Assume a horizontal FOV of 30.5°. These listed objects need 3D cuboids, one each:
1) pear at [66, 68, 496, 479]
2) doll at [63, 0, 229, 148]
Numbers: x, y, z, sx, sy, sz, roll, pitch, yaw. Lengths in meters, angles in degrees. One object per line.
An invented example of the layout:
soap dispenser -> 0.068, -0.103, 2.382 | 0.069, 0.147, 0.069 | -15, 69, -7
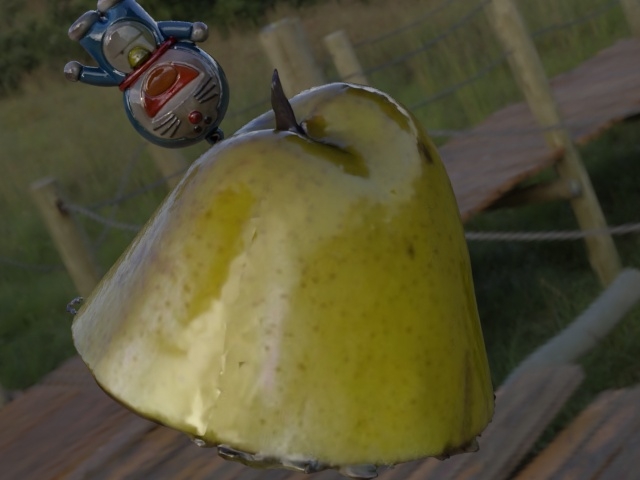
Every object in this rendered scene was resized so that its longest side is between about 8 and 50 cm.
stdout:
pear -> 0.000, 0.001, 0.650 | 0.267, 0.178, 0.267 | 16, 15, -4
doll -> -0.133, -0.135, 0.958 | 0.114, 0.152, 0.085 | -41, 11, 2
